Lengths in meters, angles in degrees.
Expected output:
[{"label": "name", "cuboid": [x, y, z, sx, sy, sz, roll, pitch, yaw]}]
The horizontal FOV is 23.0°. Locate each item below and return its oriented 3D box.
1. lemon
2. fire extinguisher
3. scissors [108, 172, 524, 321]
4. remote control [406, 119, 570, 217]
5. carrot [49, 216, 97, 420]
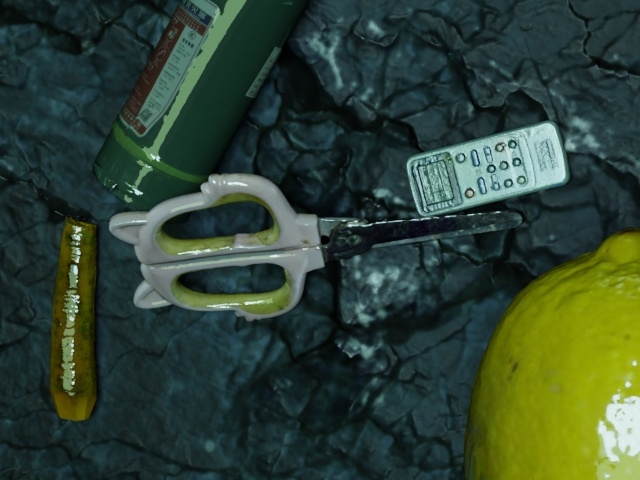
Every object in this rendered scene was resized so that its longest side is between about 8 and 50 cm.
[{"label": "lemon", "cuboid": [0.221, 0.141, 1.084, 0.260, 0.260, 0.284, 8, 77, 16]}, {"label": "fire extinguisher", "cuboid": [-0.076, -0.160, 1.221, 0.093, 0.118, 0.294, 24, 106, -23]}, {"label": "scissors", "cuboid": [0.000, 0.000, 1.224, 0.317, 0.024, 0.160, -6, 134, 6]}, {"label": "remote control", "cuboid": [0.128, -0.054, 1.208, 0.124, 0.018, 0.053, -13, 92, 19]}, {"label": "carrot", "cuboid": [-0.205, 0.065, 1.319, 0.042, 0.042, 0.171, 6, 97, 17]}]
